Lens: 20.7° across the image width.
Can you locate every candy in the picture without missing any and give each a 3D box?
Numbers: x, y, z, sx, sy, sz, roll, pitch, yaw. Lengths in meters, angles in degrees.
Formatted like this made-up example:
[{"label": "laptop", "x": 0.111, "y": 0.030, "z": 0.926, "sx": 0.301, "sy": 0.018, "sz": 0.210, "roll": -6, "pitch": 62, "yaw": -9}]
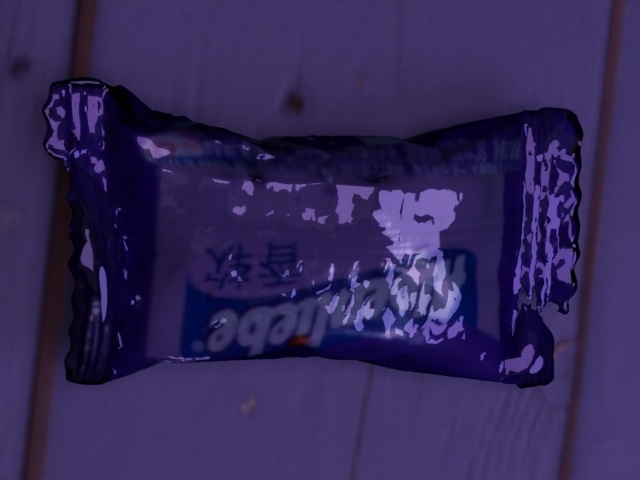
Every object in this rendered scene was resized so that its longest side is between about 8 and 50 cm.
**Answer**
[{"label": "candy", "x": 0.000, "y": 0.000, "z": 0.851, "sx": 0.275, "sy": 0.070, "sz": 0.145, "roll": 2, "pitch": 98, "yaw": -18}]
